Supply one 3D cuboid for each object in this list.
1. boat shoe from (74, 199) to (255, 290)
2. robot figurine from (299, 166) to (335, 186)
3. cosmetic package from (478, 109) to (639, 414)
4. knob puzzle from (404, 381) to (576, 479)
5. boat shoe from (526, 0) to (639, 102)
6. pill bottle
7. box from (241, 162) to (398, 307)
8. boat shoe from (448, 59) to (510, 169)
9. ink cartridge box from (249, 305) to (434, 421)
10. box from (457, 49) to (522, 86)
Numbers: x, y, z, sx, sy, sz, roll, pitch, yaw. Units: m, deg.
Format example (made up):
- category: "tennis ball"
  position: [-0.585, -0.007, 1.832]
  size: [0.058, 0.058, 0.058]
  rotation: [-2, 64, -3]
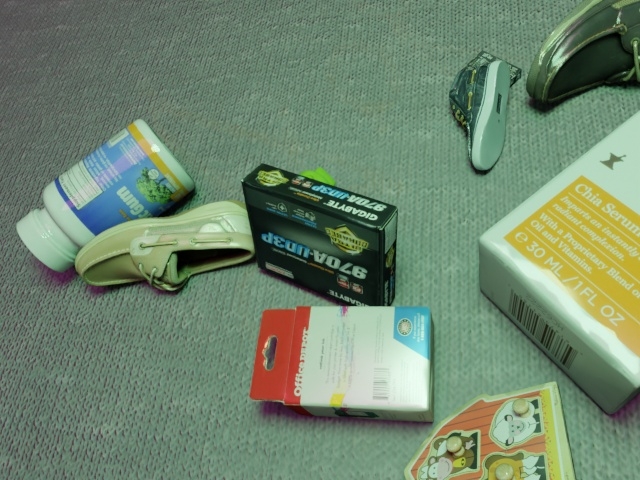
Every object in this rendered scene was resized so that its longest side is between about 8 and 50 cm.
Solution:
- category: "boat shoe"
  position: [-0.250, 0.026, 0.872]
  size: [0.302, 0.109, 0.098]
  rotation: [-16, 58, 2]
- category: "robot figurine"
  position: [-0.025, -0.065, 0.865]
  size: [0.067, 0.101, 0.115]
  rotation: [45, 61, -11]
- category: "cosmetic package"
  position: [0.440, -0.032, 0.657]
  size: [0.453, 0.161, 0.230]
  rotation: [-38, 59, -6]
- category: "knob puzzle"
  position: [0.176, 0.238, 0.607]
  size: [0.213, 0.030, 0.213]
  rotation: [-32, 17, 11]
- category: "boat shoe"
  position: [0.481, -0.312, 0.814]
  size: [0.355, 0.132, 0.130]
  rotation: [-33, 58, -1]
- category: "pill bottle"
  position: [-0.367, -0.070, 0.930]
  size: [0.272, 0.152, 0.152]
  rotation: [-39, 59, -5]
- category: "box"
  position: [0.000, 0.000, 0.764]
  size: [0.220, 0.175, 0.051]
  rotation: [21, 48, 25]
- category: "boat shoe"
  position: [0.247, -0.195, 0.869]
  size: [0.083, 0.065, 0.183]
  rotation: [1, 72, 46]
- category: "ink cartridge box"
  position: [0.033, 0.163, 0.724]
  size: [0.231, 0.078, 0.134]
  rotation: [-2, 62, 16]
- category: "box"
  position: [0.286, -0.281, 0.922]
  size: [0.067, 0.018, 0.083]
  rotation: [-44, 59, -9]
